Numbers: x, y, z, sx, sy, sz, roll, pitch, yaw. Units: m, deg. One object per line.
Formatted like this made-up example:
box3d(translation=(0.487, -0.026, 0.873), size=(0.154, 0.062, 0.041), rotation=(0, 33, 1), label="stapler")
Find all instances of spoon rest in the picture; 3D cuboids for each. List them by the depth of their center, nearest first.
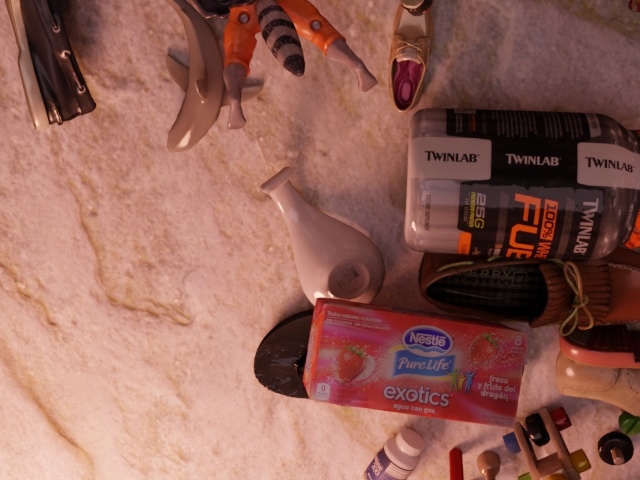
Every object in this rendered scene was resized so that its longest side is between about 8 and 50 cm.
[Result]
box3d(translation=(0.000, 0.000, 1.408), size=(0.137, 0.084, 0.276), rotation=(-36, 114, -3), label="spoon rest")

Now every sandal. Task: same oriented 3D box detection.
box3d(translation=(0.103, 0.197, 1.464), size=(0.445, 0.107, 0.168), rotation=(-2, 113, 8), label="sandal")

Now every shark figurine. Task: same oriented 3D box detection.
box3d(translation=(-0.187, -0.261, 1.302), size=(0.166, 0.116, 0.278), rotation=(-10, 113, 10), label="shark figurine")

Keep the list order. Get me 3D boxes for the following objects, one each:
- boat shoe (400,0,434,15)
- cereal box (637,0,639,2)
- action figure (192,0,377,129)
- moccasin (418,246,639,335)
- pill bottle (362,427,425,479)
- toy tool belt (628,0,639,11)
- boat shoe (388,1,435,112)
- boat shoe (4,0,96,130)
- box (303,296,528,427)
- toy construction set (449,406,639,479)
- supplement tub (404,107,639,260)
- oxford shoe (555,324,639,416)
box3d(translation=(0.150, -0.371, 1.238), size=(0.049, 0.042, 0.133), rotation=(25, 89, 22), label="boat shoe")
box3d(translation=(0.557, -0.317, 1.190), size=(0.240, 0.047, 0.173), rotation=(30, 113, -19), label="cereal box")
box3d(translation=(-0.030, -0.346, 1.186), size=(0.341, 0.178, 0.330), rotation=(-20, 78, 7), label="action figure")
box3d(translation=(0.338, 0.070, 1.356), size=(0.380, 0.147, 0.139), rotation=(10, 114, 3), label="moccasin")
box3d(translation=(0.128, 0.384, 1.563), size=(0.067, 0.067, 0.120), rotation=(29, 114, -6), label="pill bottle")
box3d(translation=(0.410, -0.351, 1.225), size=(0.051, 0.052, 0.083), rotation=(8, 118, 33), label="toy tool belt")
box3d(translation=(0.129, -0.262, 1.287), size=(0.063, 0.059, 0.170), rotation=(4, 112, 7), label="boat shoe")
box3d(translation=(-0.390, -0.333, 1.299), size=(0.113, 0.127, 0.340), rotation=(-13, 106, -19), label="boat shoe")
box3d(translation=(0.134, 0.176, 1.340), size=(0.299, 0.154, 0.142), rotation=(9, 89, -4), label="box")
box3d(translation=(0.364, 0.429, 1.460), size=(0.308, 0.237, 0.257), rotation=(-1, 113, 8), label="toy construction set")
box3d(translation=(0.289, -0.078, 1.267), size=(0.338, 0.207, 0.207), rotation=(2, 114, 7), label="supplement tub")
box3d(translation=(0.543, 0.213, 1.418), size=(0.348, 0.123, 0.130), rotation=(10, 120, 13), label="oxford shoe")
